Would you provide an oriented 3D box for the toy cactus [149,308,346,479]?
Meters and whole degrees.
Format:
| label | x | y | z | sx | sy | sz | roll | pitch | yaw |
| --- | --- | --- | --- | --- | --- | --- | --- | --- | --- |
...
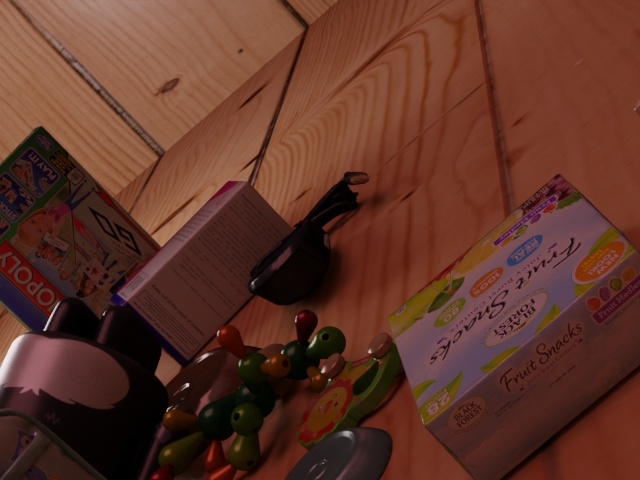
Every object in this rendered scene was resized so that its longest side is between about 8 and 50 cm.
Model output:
| label | x | y | z | sx | sy | sz | roll | pitch | yaw |
| --- | --- | --- | --- | --- | --- | --- | --- | --- | --- |
| toy cactus | -0.066 | 0.135 | 1.231 | 0.219 | 0.112 | 0.180 | -49 | 2 | 16 |

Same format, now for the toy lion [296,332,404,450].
| label | x | y | z | sx | sy | sz | roll | pitch | yaw |
| --- | --- | --- | --- | --- | --- | --- | --- | --- | --- |
| toy lion | 0.022 | 0.132 | 1.109 | 0.100 | 0.034 | 0.096 | -29 | 27 | 44 |

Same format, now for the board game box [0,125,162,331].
| label | x | y | z | sx | sy | sz | roll | pitch | yaw |
| --- | --- | --- | --- | --- | --- | --- | --- | --- | --- |
| board game box | -0.355 | 0.027 | 1.863 | 0.213 | 0.317 | 0.046 | -49 | 16 | -18 |

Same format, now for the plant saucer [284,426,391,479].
| label | x | y | z | sx | sy | sz | roll | pitch | yaw |
| --- | --- | --- | --- | --- | --- | --- | --- | --- | --- |
| plant saucer | 0.003 | 0.183 | 1.022 | 0.119 | 0.021 | 0.119 | -41 | 14 | 13 |

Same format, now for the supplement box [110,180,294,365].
| label | x | y | z | sx | sy | sz | roll | pitch | yaw |
| --- | --- | --- | --- | --- | --- | --- | --- | --- | --- |
| supplement box | -0.143 | 0.037 | 1.673 | 0.220 | 0.114 | 0.111 | -47 | 13 | -8 |

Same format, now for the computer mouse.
| label | x | y | z | sx | sy | sz | roll | pitch | yaw |
| --- | --- | --- | --- | --- | --- | --- | --- | --- | --- |
| computer mouse | 0.000 | 0.000 | 1.506 | 0.184 | 0.060 | 0.262 | -45 | 4 | 1 |

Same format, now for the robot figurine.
| label | x | y | z | sx | sy | sz | roll | pitch | yaw |
| --- | --- | --- | --- | --- | --- | --- | --- | --- | --- |
| robot figurine | -0.252 | 0.199 | 1.306 | 0.209 | 0.174 | 0.278 | -24 | 42 | 56 |

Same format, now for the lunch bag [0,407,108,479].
| label | x | y | z | sx | sy | sz | roll | pitch | yaw |
| --- | --- | --- | --- | --- | --- | --- | --- | --- | --- |
| lunch bag | -0.285 | 0.290 | 1.091 | 0.108 | 0.224 | 0.279 | -25 | 22 | 53 |

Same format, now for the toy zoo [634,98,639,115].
| label | x | y | z | sx | sy | sz | roll | pitch | yaw |
| --- | --- | --- | --- | --- | --- | --- | --- | --- | --- |
| toy zoo | 0.389 | -0.220 | 1.111 | 0.192 | 0.030 | 0.293 | -25 | 23 | 52 |

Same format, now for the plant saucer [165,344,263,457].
| label | x | y | z | sx | sy | sz | roll | pitch | yaw |
| --- | --- | --- | --- | --- | --- | --- | --- | --- | --- |
| plant saucer | -0.140 | 0.176 | 1.414 | 0.199 | 0.036 | 0.198 | -40 | 15 | 13 |

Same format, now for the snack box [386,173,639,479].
| label | x | y | z | sx | sy | sz | roll | pitch | yaw |
| --- | --- | --- | --- | --- | --- | --- | --- | --- | --- |
| snack box | 0.141 | 0.054 | 0.919 | 0.174 | 0.070 | 0.207 | -41 | 16 | 7 |
